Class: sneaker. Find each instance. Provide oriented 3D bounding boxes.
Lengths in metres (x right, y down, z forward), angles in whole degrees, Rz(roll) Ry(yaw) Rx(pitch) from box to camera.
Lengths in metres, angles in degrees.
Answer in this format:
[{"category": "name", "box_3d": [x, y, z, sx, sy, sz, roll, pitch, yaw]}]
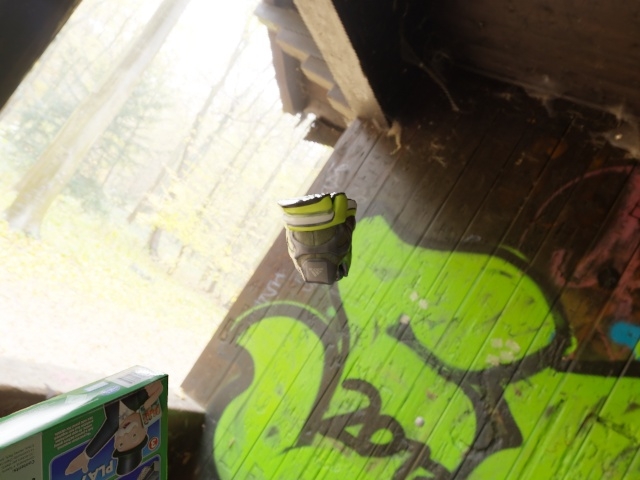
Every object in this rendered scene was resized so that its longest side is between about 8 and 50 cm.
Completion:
[{"category": "sneaker", "box_3d": [0.000, 0.000, 0.786, 0.110, 0.122, 0.300, -4, 1, 10]}]

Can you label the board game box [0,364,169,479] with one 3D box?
[{"category": "board game box", "box_3d": [-0.241, 0.244, 0.390, 0.046, 0.214, 0.317, 9, 10, 28]}]
